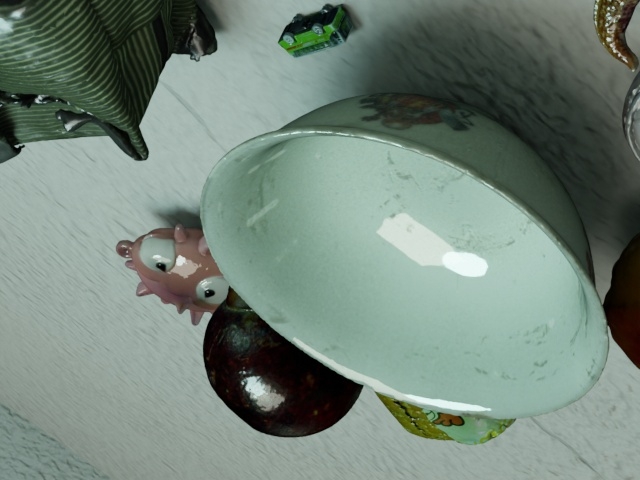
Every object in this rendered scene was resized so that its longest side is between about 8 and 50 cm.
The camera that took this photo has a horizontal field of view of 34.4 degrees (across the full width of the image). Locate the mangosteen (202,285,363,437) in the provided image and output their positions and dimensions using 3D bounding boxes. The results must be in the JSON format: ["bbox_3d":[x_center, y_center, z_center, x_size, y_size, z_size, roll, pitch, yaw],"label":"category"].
[{"bbox_3d":[-0.037,0.122,1.390,0.231,0.231,0.289,24,119,12],"label":"mangosteen"}]

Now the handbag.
[{"bbox_3d":[-0.292,-0.217,1.081,0.340,0.247,0.240,1,140,31],"label":"handbag"}]

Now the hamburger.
[{"bbox_3d":[0.146,0.193,1.415,0.235,0.125,0.214,-4,127,24],"label":"hamburger"}]

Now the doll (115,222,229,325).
[{"bbox_3d":[-0.171,0.050,1.509,0.262,0.093,0.211,25,140,-16],"label":"doll"}]

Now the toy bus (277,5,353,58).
[{"bbox_3d":[-0.005,-0.212,1.053,0.083,0.031,0.037,-6,141,46],"label":"toy bus"}]

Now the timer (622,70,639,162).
[{"bbox_3d":[0.364,-0.082,0.853,0.208,0.069,0.191,49,137,-11],"label":"timer"}]

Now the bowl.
[{"bbox_3d":[0.110,-0.019,1.068,0.435,0.196,0.435,21,148,14],"label":"bowl"}]

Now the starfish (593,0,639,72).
[{"bbox_3d":[0.241,-0.228,0.769,0.238,0.057,0.213,24,134,15],"label":"starfish"}]

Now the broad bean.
[{"bbox_3d":[0.368,0.062,1.040,0.156,0.122,0.228,25,153,18],"label":"broad bean"}]
